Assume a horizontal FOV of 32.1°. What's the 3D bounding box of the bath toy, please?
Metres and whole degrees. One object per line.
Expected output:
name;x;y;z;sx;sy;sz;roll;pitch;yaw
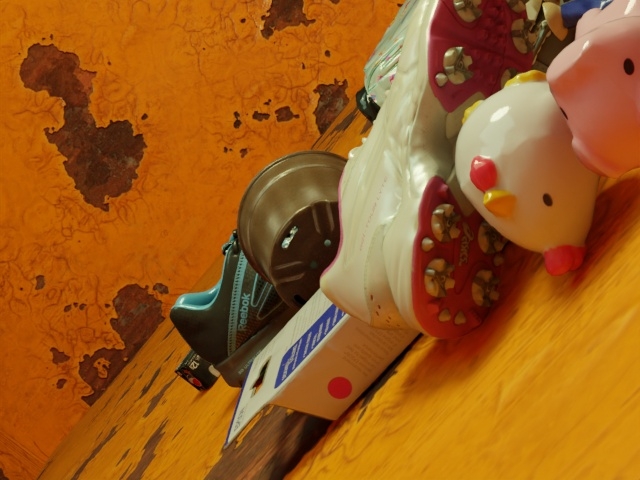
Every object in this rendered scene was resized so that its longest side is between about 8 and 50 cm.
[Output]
bath toy;0.193;-0.093;0.608;0.348;0.151;0.129;-43;46;49

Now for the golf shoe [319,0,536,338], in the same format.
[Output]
golf shoe;0.071;-0.079;0.821;0.140;0.115;0.306;-6;65;48

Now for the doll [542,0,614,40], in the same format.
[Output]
doll;0.273;-0.229;0.910;0.189;0.046;0.129;-25;50;25

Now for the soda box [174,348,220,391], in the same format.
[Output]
soda box;-0.147;0.145;1.684;0.169;0.053;0.060;-55;9;-27

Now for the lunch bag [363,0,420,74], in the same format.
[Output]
lunch bag;0.200;-0.386;1.988;0.279;0.108;0.224;-46;14;44

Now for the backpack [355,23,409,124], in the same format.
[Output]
backpack;0.138;-0.251;1.687;0.182;0.115;0.152;-46;6;12

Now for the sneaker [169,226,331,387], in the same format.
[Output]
sneaker;-0.039;0.020;1.327;0.341;0.139;0.125;-48;5;8

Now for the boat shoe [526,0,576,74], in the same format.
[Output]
boat shoe;0.236;-0.226;1.088;0.109;0.091;0.305;-60;-1;40

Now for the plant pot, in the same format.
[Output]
plant pot;0.000;0.000;1.164;0.167;0.167;0.165;-50;15;6

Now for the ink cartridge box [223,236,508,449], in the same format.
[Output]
ink cartridge box;0.062;0.033;0.962;0.371;0.069;0.176;-46;9;17
